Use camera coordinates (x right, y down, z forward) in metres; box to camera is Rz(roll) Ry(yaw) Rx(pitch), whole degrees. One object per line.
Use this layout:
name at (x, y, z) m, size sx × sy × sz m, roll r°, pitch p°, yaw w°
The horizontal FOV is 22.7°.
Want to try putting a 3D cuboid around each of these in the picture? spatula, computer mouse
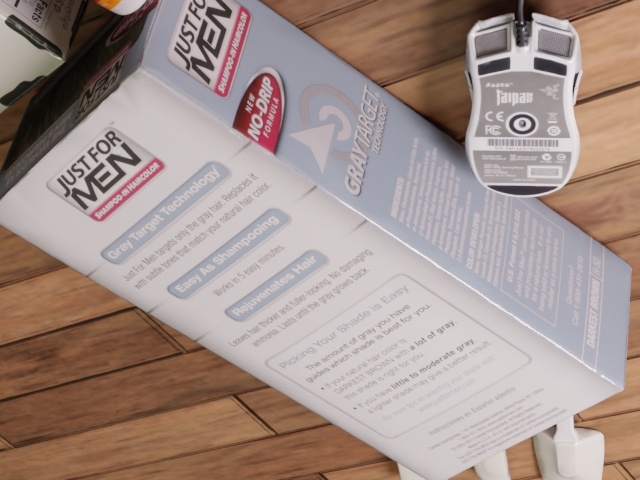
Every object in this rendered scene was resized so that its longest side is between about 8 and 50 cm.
spatula at (0.130, 0.122, 1.224) m, size 0.168 × 0.019 × 0.242 m, roll 3°, pitch 138°, yaw 15°
computer mouse at (0.115, -0.105, 0.923) m, size 0.106 × 0.042 × 0.193 m, roll 2°, pitch 135°, yaw 7°

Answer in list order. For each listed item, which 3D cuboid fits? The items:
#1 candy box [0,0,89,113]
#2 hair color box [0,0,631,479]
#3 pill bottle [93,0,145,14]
candy box at (-0.275, -0.159, 0.939) m, size 0.233 × 0.071 × 0.159 m, roll 37°, pitch 136°, yaw -26°
hair color box at (0.000, 0.000, 1.019) m, size 0.374 × 0.113 × 0.185 m, roll 33°, pitch 136°, yaw -23°
pill bottle at (-0.148, -0.191, 0.849) m, size 0.152 × 0.086 × 0.086 m, roll 28°, pitch 140°, yaw -20°
